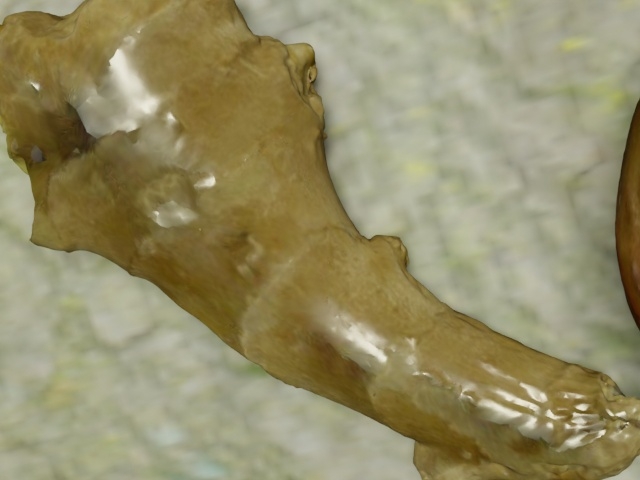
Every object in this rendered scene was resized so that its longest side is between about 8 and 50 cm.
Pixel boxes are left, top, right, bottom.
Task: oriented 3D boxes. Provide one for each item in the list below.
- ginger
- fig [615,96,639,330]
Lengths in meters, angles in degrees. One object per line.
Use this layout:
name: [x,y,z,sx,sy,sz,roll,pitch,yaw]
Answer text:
ginger: [0.000,0.000,0.456,0.294,0.086,0.131,34,99,-2]
fig: [0.175,-0.050,0.361,0.175,0.175,0.207,-8,78,17]
